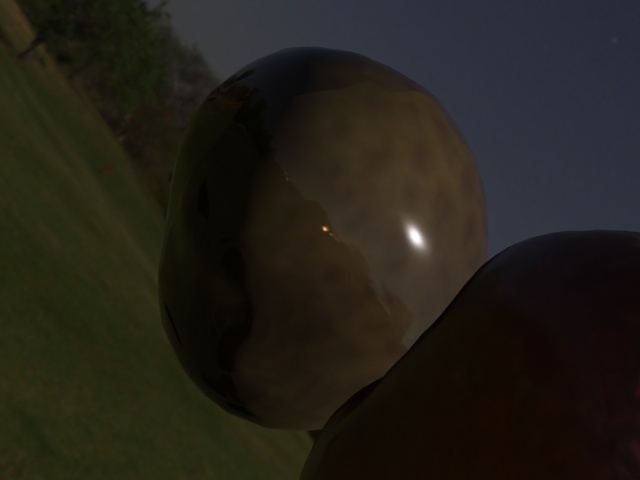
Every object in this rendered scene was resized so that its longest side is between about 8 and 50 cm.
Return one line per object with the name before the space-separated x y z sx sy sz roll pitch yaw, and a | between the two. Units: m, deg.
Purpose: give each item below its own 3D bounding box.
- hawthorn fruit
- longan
hawthorn fruit | 0.113 0.134 0.479 0.284 0.284 0.284 54 -4 6
longan | 0.000 0.000 1.160 0.336 0.404 0.404 25 -17 24
